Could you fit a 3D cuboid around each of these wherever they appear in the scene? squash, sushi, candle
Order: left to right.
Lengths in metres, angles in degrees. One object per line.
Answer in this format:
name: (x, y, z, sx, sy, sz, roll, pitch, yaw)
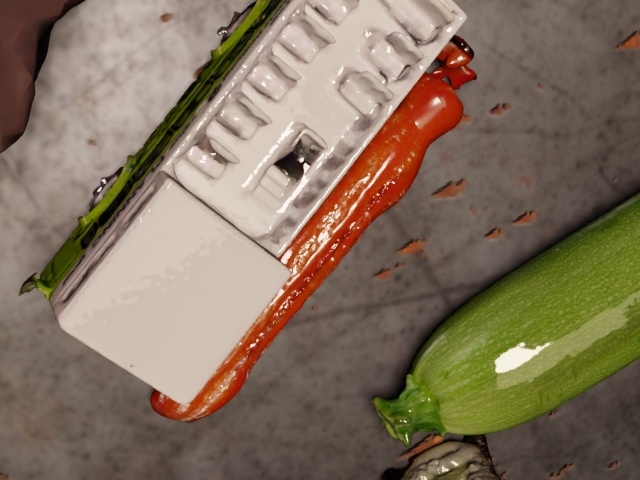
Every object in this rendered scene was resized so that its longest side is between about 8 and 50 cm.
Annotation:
candle: (0.000, 0.000, 0.570, 0.051, 0.048, 0.329, 40, 91, -7)
sushi: (0.102, 0.211, 0.635, 0.094, 0.098, 0.084, -18, 104, 8)
squash: (0.218, 0.038, 0.612, 0.395, 0.107, 0.107, -30, 109, -7)

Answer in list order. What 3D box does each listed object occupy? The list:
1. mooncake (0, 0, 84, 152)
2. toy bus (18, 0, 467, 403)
mooncake: (-0.279, -0.175, 0.370, 0.381, 0.212, 0.351, -13, 113, -11)
toy bus: (-0.042, -0.056, 0.493, 0.113, 0.139, 0.302, 38, 89, -23)
